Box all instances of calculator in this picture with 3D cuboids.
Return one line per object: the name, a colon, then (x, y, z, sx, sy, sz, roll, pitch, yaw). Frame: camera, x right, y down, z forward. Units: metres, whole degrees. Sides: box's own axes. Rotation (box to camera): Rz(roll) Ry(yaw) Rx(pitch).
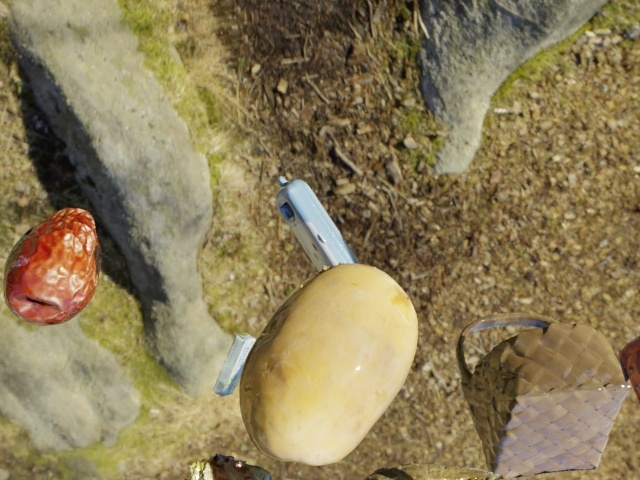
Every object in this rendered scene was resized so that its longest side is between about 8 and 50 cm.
calculator: (0.000, 0.000, 0.941, 0.039, 0.121, 0.210, -34, 93, -13)

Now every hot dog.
hot dog: (-0.195, 0.509, 1.380, 0.213, 0.146, 0.103, 25, 164, -38)

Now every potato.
potato: (0.005, 0.125, 0.727, 0.146, 0.234, 0.150, 51, 148, -19)

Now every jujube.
jujube: (-0.473, 0.040, 1.225, 0.168, 0.236, 0.168, 0, 133, 0)

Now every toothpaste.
toothpaste: (-0.215, 0.309, 1.690, 0.046, 0.034, 0.164, 5, 111, -59)

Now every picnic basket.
picnic basket: (0.415, 0.258, 1.337, 0.292, 0.337, 0.337, -5, 131, -5)

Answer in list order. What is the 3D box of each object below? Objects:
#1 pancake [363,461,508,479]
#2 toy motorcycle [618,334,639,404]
pancake: (0.222, 0.460, 1.045, 0.386, 0.387, 0.082, -1, 102, -6)
toy motorcycle: (0.432, 0.209, 0.787, 0.089, 0.171, 0.298, -21, 97, -6)
